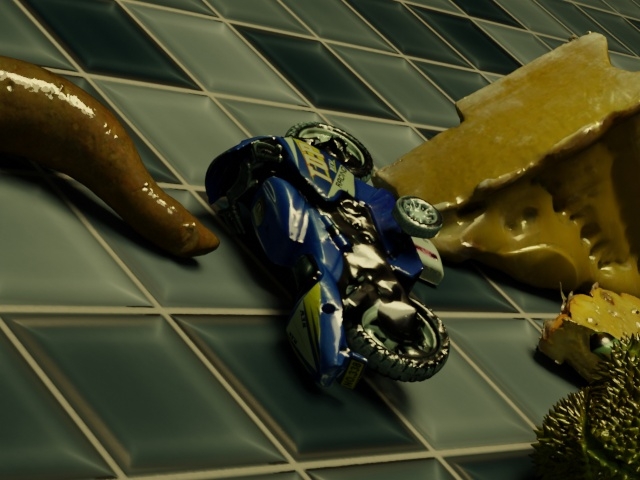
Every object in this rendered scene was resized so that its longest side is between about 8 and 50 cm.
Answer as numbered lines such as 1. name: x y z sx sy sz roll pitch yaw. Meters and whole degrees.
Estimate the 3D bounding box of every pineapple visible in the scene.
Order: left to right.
1. pineapple: 0.310 0.112 1.704 0.233 0.079 0.135 32 19 -2

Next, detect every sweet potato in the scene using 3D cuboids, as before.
1. sweet potato: -0.226 -0.081 1.388 0.346 0.079 0.108 23 52 -27

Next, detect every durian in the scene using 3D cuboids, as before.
1. durian: 0.247 0.162 1.416 0.146 0.159 0.198 42 -12 -3

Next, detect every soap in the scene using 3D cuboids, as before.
1. soap: 0.232 0.007 1.876 0.169 0.304 0.338 50 -13 50

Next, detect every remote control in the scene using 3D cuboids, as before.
1. remote control: 0.040 -0.012 1.662 0.166 0.029 0.065 25 22 -21

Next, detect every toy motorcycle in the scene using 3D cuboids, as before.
1. toy motorcycle: 0.000 0.000 1.482 0.169 0.113 0.315 9 38 -26
